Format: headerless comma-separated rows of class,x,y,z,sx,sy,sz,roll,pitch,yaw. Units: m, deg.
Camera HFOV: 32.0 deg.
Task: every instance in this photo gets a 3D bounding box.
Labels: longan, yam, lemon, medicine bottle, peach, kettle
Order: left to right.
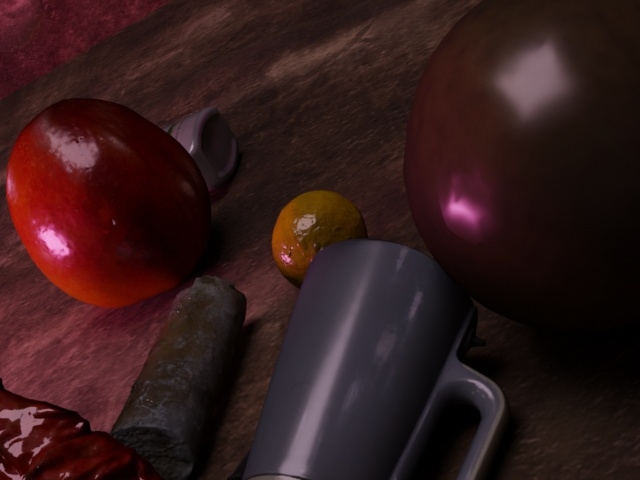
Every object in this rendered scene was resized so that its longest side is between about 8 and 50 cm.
peach,-0.273,-0.053,1.442,0.248,0.275,0.245,-48,26,-16
medicine bottle,-0.276,-0.097,1.700,0.296,0.111,0.161,-21,28,25
yam,-0.145,0.141,1.177,0.093,0.093,0.259,-20,29,24
lemon,0.000,0.000,1.236,0.109,0.109,0.133,-24,24,16
kettle,0.051,0.143,0.934,0.210,0.160,0.243,10,50,15
longan,0.212,-0.072,0.904,0.319,0.319,0.319,-25,27,14

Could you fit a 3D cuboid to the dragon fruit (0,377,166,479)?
dragon fruit,-0.210,0.262,0.980,0.330,0.302,0.240,-7,1,14
